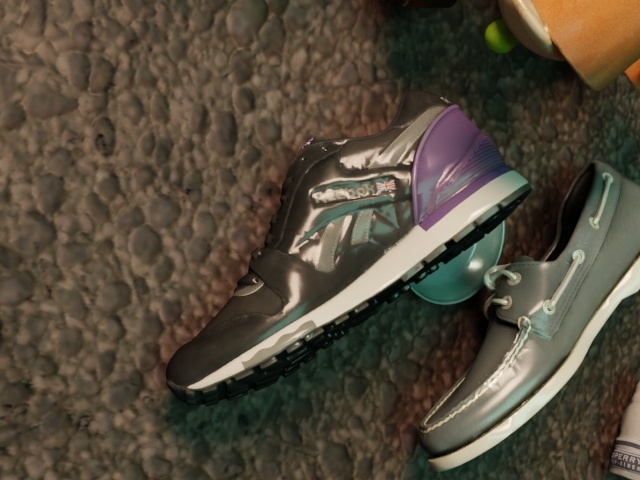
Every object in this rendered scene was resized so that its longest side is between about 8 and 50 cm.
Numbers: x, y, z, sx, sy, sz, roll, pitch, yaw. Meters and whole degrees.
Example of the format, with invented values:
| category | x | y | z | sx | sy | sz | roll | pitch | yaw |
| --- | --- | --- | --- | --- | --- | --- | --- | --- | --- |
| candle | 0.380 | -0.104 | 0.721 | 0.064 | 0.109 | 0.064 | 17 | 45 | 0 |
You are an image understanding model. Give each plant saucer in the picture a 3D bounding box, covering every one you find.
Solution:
| category | x | y | z | sx | sy | sz | roll | pitch | yaw |
| --- | --- | --- | --- | --- | --- | --- | --- | --- | --- |
| plant saucer | 0.099 | -0.008 | 0.652 | 0.119 | 0.021 | 0.120 | -2 | 94 | -32 |

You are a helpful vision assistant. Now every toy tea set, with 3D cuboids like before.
| category | x | y | z | sx | sy | sz | roll | pitch | yaw |
| --- | --- | --- | --- | --- | --- | --- | --- | --- | --- |
| toy tea set | 0.178 | -0.164 | 0.566 | 0.336 | 0.124 | 0.200 | -9 | 70 | -58 |

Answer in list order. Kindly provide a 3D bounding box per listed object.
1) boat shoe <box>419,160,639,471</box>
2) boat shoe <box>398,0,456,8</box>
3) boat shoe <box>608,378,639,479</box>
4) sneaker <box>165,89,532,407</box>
| category | x | y | z | sx | sy | sz | roll | pitch | yaw |
| --- | --- | --- | --- | --- | --- | --- | --- | --- | --- |
| boat shoe | 0.175 | 0.053 | 0.670 | 0.319 | 0.116 | 0.099 | -42 | 89 | -21 |
| boat shoe | 0.070 | -0.331 | 0.567 | 0.119 | 0.122 | 0.324 | 5 | 90 | -1 |
| boat shoe | 0.457 | 0.208 | 0.841 | 0.366 | 0.136 | 0.157 | 20 | 80 | -22 |
| sneaker | 0.000 | 0.000 | 0.565 | 0.283 | 0.107 | 0.124 | -33 | 77 | -14 |
